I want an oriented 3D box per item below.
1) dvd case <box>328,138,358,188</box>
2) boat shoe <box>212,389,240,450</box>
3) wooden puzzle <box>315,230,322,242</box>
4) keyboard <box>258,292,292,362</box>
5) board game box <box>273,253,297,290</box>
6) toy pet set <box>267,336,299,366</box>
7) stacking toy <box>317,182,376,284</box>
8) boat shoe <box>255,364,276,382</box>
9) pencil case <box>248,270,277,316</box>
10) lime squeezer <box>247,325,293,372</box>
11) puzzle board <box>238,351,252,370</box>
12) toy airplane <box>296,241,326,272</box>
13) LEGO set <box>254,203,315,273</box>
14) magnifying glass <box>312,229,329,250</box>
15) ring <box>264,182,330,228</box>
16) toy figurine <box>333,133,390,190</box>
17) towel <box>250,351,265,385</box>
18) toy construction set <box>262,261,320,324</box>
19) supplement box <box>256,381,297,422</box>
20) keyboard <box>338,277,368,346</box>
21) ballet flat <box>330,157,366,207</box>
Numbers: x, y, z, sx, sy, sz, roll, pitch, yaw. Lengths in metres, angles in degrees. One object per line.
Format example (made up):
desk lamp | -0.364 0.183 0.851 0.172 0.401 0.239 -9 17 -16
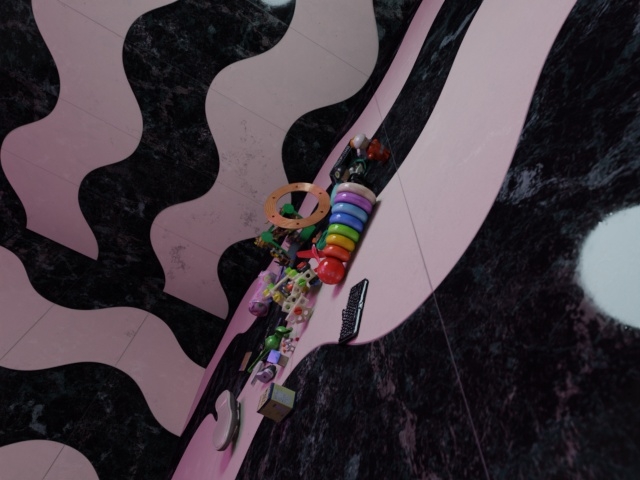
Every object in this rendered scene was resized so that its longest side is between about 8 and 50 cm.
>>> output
dvd case | 0.107 -0.312 1.862 0.179 0.029 0.239 -58 -14 -7
boat shoe | -0.358 0.717 1.705 0.112 0.095 0.335 -48 17 2
wooden puzzle | -0.008 -0.017 1.905 0.049 0.006 0.083 -59 13 9
keyboard | -0.188 0.375 1.846 0.201 0.033 0.317 -38 25 48
board game box | -0.200 0.184 2.314 0.160 0.039 0.212 -50 16 49
toy pet set | -0.141 0.387 1.527 0.114 0.065 0.122 -67 12 -23
stacking toy | 0.069 -0.016 1.394 0.330 0.141 0.141 -69 13 -16
boat shoe | -0.200 0.496 1.598 0.040 0.049 0.142 -47 2 -37
pencil case | -0.317 0.288 2.386 0.124 0.124 0.284 -54 15 34
lime squeezer | -0.174 0.397 1.648 0.310 0.058 0.110 -47 21 30
puzzle board | -0.381 0.617 2.185 0.128 0.011 0.096 -40 26 64
toy airplane | -0.012 0.068 1.563 0.028 0.151 0.151 -52 15 48
LEGO set | -0.193 -0.007 2.218 0.192 0.255 0.331 -46 16 53
magnifying glass | 0.000 0.000 1.911 0.092 0.026 0.231 -63 13 -7
ring | -0.115 -0.172 2.158 0.032 0.336 0.337 85 -163 -47
toy figurine | 0.144 -0.298 1.642 0.213 0.148 0.209 -60 12 11
towel | -0.269 0.537 1.845 0.113 0.023 0.152 -59 12 10
toy construction set | -0.105 0.187 1.615 0.215 0.151 0.327 -39 17 -8
supplement box | -0.124 0.464 1.228 0.083 0.083 0.056 -55 13 31
keyboard | 0.078 0.190 1.130 0.108 0.023 0.180 -50 16 47
ballet flat | 0.117 -0.238 1.796 0.247 0.083 0.087 -63 16 -5
